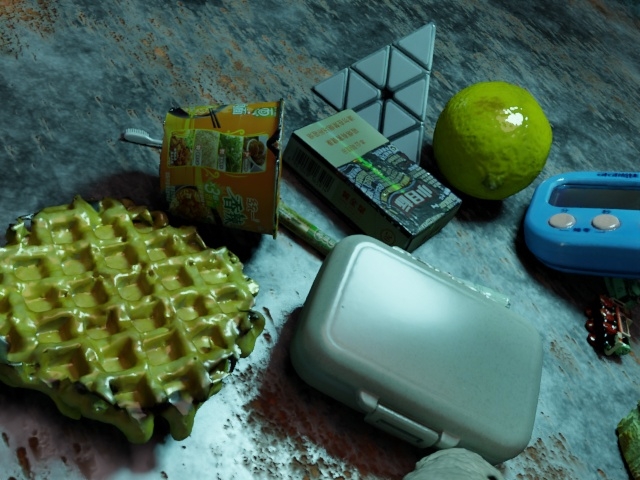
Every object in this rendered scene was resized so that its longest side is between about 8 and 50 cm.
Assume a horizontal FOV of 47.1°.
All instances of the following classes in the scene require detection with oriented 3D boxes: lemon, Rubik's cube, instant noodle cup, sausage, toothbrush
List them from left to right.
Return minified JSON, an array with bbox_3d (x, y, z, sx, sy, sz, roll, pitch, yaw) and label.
[{"bbox_3d":[-0.213,-0.165,1.340,0.286,0.020,0.025,11,37,-21],"label":"toothbrush"},{"bbox_3d":[-0.152,-0.121,1.171,0.182,0.230,0.230,4,43,-2],"label":"instant noodle cup"},{"bbox_3d":[0.000,0.000,1.280,0.269,0.033,0.033,36,40,8],"label":"sausage"},{"bbox_3d":[0.170,-0.320,1.636,0.228,0.228,0.233,-45,118,-13],"label":"Rubik's cube"},{"bbox_3d":[0.361,-0.212,1.554,0.267,0.267,0.267,16,41,-15],"label":"lemon"}]

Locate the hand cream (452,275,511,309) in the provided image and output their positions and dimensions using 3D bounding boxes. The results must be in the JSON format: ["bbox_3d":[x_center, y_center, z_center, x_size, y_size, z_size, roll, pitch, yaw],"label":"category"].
[{"bbox_3d":[0.240,0.091,1.318,0.204,0.050,0.078,18,41,-7],"label":"hand cream"}]

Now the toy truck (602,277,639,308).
[{"bbox_3d":[0.635,0.084,1.539,0.078,0.080,0.154,39,36,-22],"label":"toy truck"}]

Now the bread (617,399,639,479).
[{"bbox_3d":[0.569,0.346,1.224,0.127,0.069,0.140,21,37,-11],"label":"bread"}]

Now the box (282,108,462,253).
[{"bbox_3d":[0.096,-0.114,1.419,0.310,0.084,0.198,42,41,16],"label":"box"}]

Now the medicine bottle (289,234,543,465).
[{"bbox_3d":[0.149,0.163,1.101,0.375,0.123,0.282,28,51,-7],"label":"medicine bottle"}]

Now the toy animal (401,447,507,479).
[{"bbox_3d":[0.154,0.387,0.844,0.226,0.188,0.358,37,40,18],"label":"toy animal"}]

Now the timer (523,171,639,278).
[{"bbox_3d":[0.606,-0.038,1.519,0.340,0.115,0.309,4,33,25],"label":"timer"}]

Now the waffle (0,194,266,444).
[{"bbox_3d":[-0.272,0.082,0.991,0.382,0.095,0.380,28,39,3],"label":"waffle"}]

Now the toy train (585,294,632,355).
[{"bbox_3d":[0.565,0.167,1.426,0.087,0.050,0.138,27,40,-8],"label":"toy train"}]
